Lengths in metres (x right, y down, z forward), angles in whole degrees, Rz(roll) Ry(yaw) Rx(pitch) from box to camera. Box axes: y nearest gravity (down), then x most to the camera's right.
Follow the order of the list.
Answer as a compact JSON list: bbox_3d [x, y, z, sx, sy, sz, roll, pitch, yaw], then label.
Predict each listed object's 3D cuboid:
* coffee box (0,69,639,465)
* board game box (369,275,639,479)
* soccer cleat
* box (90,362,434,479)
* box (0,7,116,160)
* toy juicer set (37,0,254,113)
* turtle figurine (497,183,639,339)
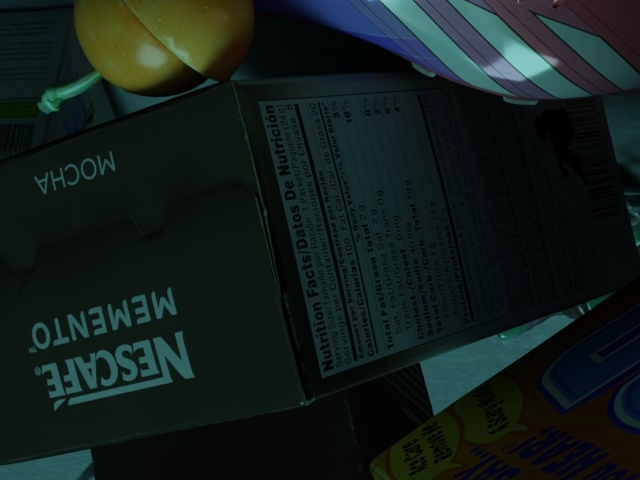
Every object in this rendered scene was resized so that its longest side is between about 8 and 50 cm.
[{"bbox_3d":[0.000,0.000,0.670,0.168,0.119,0.297,-14,179,36],"label":"coffee box"},{"bbox_3d":[0.289,0.158,0.558,0.356,0.356,0.356,-33,-173,-8],"label":"board game box"},{"bbox_3d":[0.036,-0.114,0.563,0.248,0.083,0.095,13,155,8],"label":"soccer cleat"},{"bbox_3d":[-0.033,0.103,0.922,0.167,0.203,0.168,-22,150,16],"label":"box"},{"bbox_3d":[-0.161,-0.013,0.782,0.114,0.103,0.203,-1,146,9],"label":"box"},{"bbox_3d":[-0.099,-0.137,0.441,0.209,0.089,0.329,18,150,9],"label":"toy juicer set"},{"bbox_3d":[0.200,0.052,0.899,0.118,0.175,0.234,-7,171,-26],"label":"turtle figurine"}]
